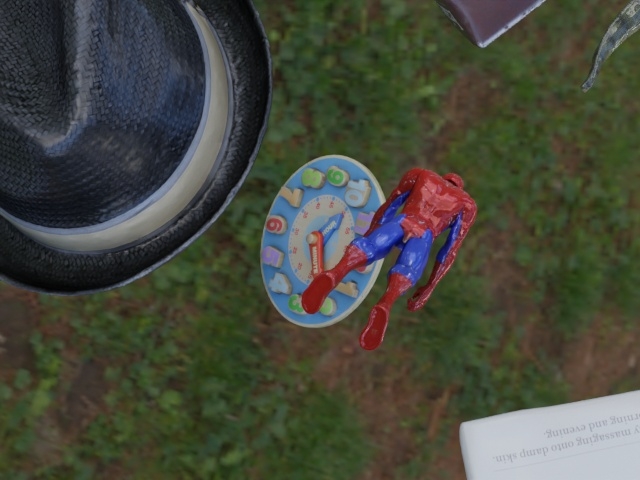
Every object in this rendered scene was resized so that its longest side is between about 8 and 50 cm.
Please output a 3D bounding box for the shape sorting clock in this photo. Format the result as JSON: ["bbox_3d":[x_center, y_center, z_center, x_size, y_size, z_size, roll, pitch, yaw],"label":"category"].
[{"bbox_3d":[0.000,0.000,1.798,0.040,0.206,0.206,15,87,-48],"label":"shape sorting clock"}]

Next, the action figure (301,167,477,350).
[{"bbox_3d":[0.062,0.026,1.401,0.280,0.091,0.139,-47,168,-52],"label":"action figure"}]

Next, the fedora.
[{"bbox_3d":[-0.202,-0.129,1.142,0.152,0.334,0.334,43,67,-58],"label":"fedora"}]

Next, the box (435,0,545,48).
[{"bbox_3d":[0.093,-0.254,0.934,0.167,0.168,0.203,-37,101,7],"label":"box"}]

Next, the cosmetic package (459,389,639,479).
[{"bbox_3d":[0.217,0.280,0.857,0.156,0.217,0.385,63,18,-69],"label":"cosmetic package"}]

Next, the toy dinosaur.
[{"bbox_3d":[0.320,-0.222,1.382,0.268,0.064,0.118,-55,142,-6],"label":"toy dinosaur"}]
